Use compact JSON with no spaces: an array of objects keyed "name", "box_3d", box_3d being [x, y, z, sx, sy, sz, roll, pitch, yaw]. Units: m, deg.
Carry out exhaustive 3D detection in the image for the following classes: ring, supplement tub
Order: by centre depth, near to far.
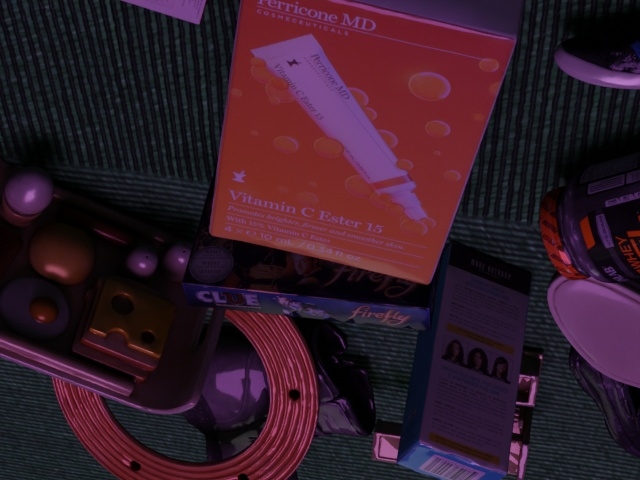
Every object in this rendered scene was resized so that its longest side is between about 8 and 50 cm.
[{"name":"supplement tub","box_3d":[0.309,-0.027,1.434,0.190,0.117,0.117,-17,135,35]},{"name":"ring","box_3d":[-0.159,0.161,1.800,0.337,0.032,0.336,7,114,16]}]

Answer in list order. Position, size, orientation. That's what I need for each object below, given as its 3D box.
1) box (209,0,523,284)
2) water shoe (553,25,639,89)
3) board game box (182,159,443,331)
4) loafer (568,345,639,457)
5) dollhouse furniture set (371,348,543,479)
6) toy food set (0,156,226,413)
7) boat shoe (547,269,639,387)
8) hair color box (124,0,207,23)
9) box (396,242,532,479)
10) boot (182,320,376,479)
[{"name":"box","box_3d":[0.037,-0.141,1.319,0.215,0.168,0.345,13,144,0]},{"name":"water shoe","box_3d":[0.300,-0.173,1.296,0.203,0.073,0.080,5,117,12]},{"name":"board game box","box_3d":[0.000,0.000,1.528,0.243,0.165,0.042,5,144,10]},{"name":"loafer","box_3d":[0.355,0.178,1.735,0.078,0.076,0.223,-6,138,36]},{"name":"dollhouse furniture set","box_3d":[0.163,0.180,1.818,0.182,0.101,0.161,8,120,7]},{"name":"toy food set","box_3d":[-0.243,0.030,1.598,0.306,0.219,0.092,23,144,-13]},{"name":"boat shoe","box_3d":[0.372,0.104,1.629,0.335,0.095,0.112,33,130,-18]},{"name":"hair color box","box_3d":[-0.171,-0.257,1.326,0.167,0.053,0.093,16,146,-7]},{"name":"box","box_3d":[0.150,0.129,1.587,0.100,0.244,0.060,22,144,-12]},{"name":"boot","box_3d":[-0.031,0.235,1.900,0.223,0.118,0.338,-5,140,21]}]
